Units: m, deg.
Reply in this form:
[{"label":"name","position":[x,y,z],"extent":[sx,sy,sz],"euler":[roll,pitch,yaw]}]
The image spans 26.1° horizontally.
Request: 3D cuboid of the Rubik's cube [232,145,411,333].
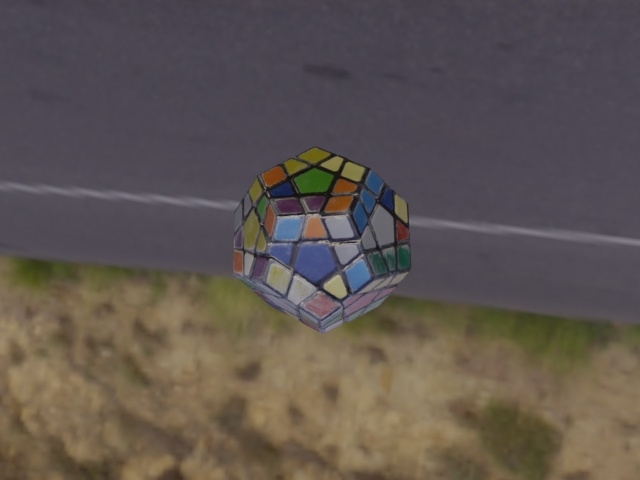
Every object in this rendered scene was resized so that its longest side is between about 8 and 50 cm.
[{"label":"Rubik's cube","position":[0.000,0.000,0.820],"extent":[0.111,0.093,0.111],"euler":[29,170,5]}]
